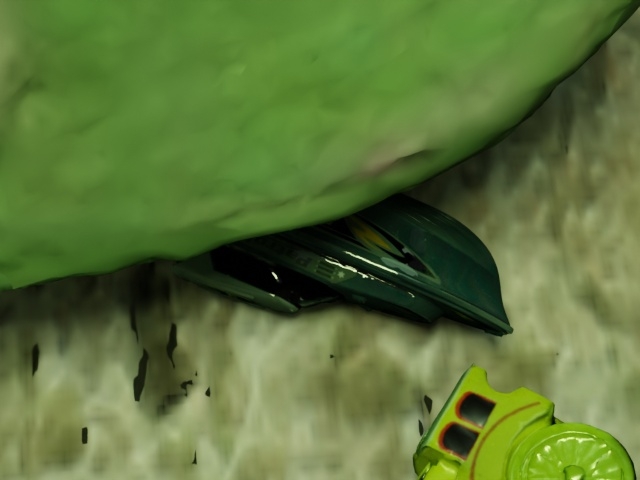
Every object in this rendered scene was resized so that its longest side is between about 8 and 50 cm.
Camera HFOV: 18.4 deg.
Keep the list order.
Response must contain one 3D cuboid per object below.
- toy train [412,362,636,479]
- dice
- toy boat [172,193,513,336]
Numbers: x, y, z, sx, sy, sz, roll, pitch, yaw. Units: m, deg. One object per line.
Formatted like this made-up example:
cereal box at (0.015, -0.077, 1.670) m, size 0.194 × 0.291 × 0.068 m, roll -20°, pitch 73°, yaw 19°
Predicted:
toy train at (0.016, 0.153, 0.578) m, size 0.085 × 0.053 × 0.250 m, roll 23°, pitch 62°, yaw 18°
dice at (-0.087, -0.197, 0.578) m, size 0.330 × 0.318 × 0.322 m, roll -14°, pitch 45°, yaw -13°
toy boat at (0.000, 0.000, 0.657) m, size 0.141 × 0.055 × 0.060 m, roll 23°, pitch 84°, yaw 9°
